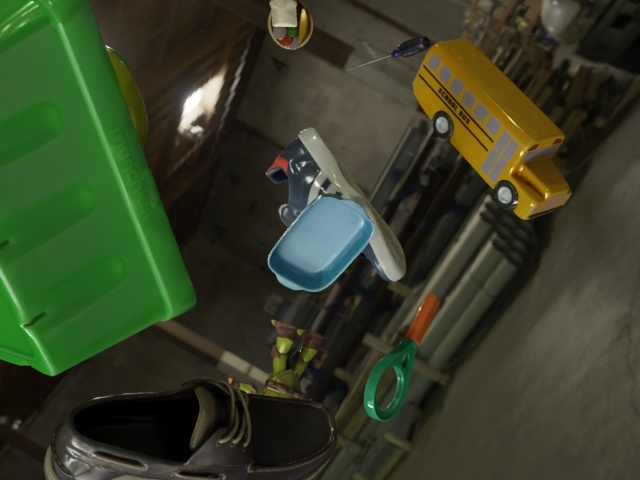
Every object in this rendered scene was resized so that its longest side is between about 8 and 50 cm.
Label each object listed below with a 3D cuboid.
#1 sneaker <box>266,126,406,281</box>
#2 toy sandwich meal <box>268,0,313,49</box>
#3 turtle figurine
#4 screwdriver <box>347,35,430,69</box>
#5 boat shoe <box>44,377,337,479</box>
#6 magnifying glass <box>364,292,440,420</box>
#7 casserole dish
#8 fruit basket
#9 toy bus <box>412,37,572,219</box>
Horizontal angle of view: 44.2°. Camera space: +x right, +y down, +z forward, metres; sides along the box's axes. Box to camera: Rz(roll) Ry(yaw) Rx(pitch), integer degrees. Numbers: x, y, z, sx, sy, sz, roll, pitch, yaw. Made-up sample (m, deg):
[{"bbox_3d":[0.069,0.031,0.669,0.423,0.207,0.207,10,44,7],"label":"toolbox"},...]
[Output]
[{"bbox_3d":[0.018,-0.038,1.410,0.148,0.350,0.131,-37,-33,8],"label":"sneaker"},{"bbox_3d":[-0.050,-0.338,1.220,0.085,0.086,0.029,-62,-11,28],"label":"toy sandwich meal"},{"bbox_3d":[-0.082,0.263,1.470,0.087,0.270,0.217,-4,66,63],"label":"turtle figurine"},{"bbox_3d":[0.100,-0.274,1.175,0.170,0.025,0.024,-5,89,56],"label":"screwdriver"},{"bbox_3d":[-0.135,0.238,0.927,0.130,0.355,0.132,114,145,-45],"label":"boat shoe"},{"bbox_3d":[0.134,0.183,1.261,0.231,0.026,0.092,-56,-46,-26],"label":"magnifying glass"},{"bbox_3d":[0.000,0.000,1.207,0.188,0.114,0.037,-49,22,26],"label":"casserole dish"},{"bbox_3d":[-0.269,-0.100,0.822,0.392,0.283,0.392,-22,-64,-55],"label":"fruit basket"},{"bbox_3d":[0.300,-0.194,1.354,0.108,0.332,0.130,-15,-34,-35],"label":"toy bus"}]
